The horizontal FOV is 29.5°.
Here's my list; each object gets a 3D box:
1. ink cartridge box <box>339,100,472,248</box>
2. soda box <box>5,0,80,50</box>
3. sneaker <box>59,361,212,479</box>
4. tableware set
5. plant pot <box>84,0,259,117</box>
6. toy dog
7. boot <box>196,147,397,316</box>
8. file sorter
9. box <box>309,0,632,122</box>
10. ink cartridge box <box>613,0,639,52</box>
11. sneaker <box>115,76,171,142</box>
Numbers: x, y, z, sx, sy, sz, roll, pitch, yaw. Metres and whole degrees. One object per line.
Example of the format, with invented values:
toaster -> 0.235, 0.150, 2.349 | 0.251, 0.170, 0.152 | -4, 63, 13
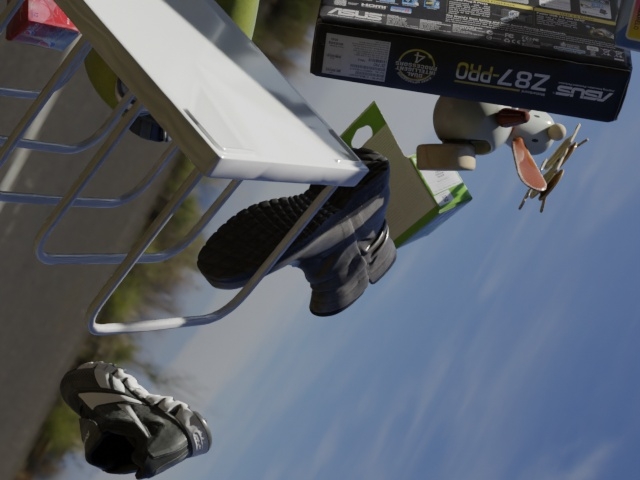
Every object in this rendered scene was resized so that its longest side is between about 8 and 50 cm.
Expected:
ink cartridge box -> 0.158, -0.138, 2.400 | 0.097, 0.255, 0.189 | -23, 169, -34
soda box -> -0.406, -0.420, 1.793 | 0.083, 0.092, 0.263 | -22, -113, 51
sneaker -> -0.233, 0.201, 1.344 | 0.106, 0.234, 0.078 | -32, 125, -37
tableware set -> 0.461, -0.136, 2.366 | 0.128, 0.039, 0.194 | -51, -178, 43
plant pot -> -0.222, -0.371, 2.055 | 0.293, 0.275, 0.275 | -48, -168, 46
toy dog -> 0.273, -0.173, 1.727 | 0.334, 0.161, 0.220 | -30, 119, -47
boot -> -0.014, 0.034, 1.761 | 0.338, 0.118, 0.222 | -30, 136, -25
file sorter -> -0.147, -0.090, 0.891 | 0.173, 0.277, 0.193 | -49, 158, 21
box -> 0.199, -0.308, 1.611 | 0.318, 0.395, 0.097 | -81, 179, -47
ink cartridge box -> 0.509, -0.252, 1.206 | 0.270, 0.395, 0.151 | -57, 160, -60
sneaker -> -0.224, -0.181, 1.611 | 0.163, 0.086, 0.226 | -63, -179, 35
